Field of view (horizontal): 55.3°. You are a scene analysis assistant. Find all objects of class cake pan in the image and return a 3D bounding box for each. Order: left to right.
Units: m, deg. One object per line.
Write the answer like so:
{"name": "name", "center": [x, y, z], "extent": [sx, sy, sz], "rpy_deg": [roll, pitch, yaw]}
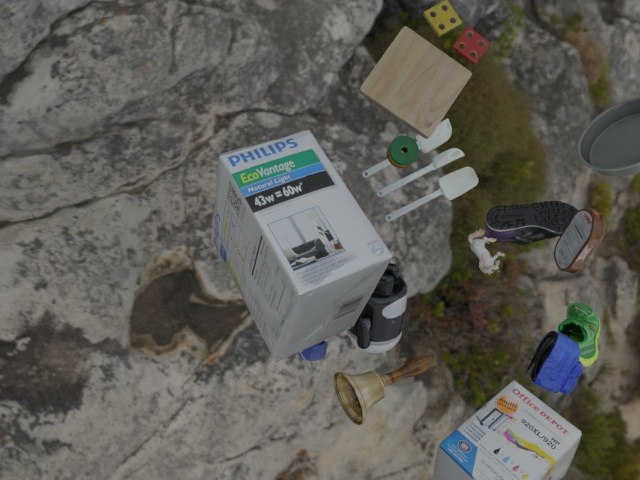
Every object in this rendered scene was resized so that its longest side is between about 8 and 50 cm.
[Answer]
{"name": "cake pan", "center": [0.891, -0.294, 1.750], "extent": [0.054, 0.293, 0.293], "rpy_deg": [45, 64, -30]}

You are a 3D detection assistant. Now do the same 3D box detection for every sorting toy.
{"name": "sorting toy", "center": [0.152, -0.252, 0.969], "extent": [0.132, 0.046, 0.275], "rpy_deg": [34, 79, -1]}

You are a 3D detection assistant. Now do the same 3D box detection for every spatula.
{"name": "spatula", "center": [0.223, -0.148, 1.408], "extent": [0.168, 0.242, 0.019], "rpy_deg": [63, 26, 2]}

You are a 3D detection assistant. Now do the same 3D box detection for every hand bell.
{"name": "hand bell", "center": [0.165, 0.316, 1.406], "extent": [0.242, 0.126, 0.126], "rpy_deg": [-19, 108, -22]}

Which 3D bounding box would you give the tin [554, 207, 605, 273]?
{"name": "tin", "center": [0.663, 0.002, 1.569], "extent": [0.040, 0.106, 0.190], "rpy_deg": [6, 131, -14]}

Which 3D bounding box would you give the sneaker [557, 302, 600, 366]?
{"name": "sneaker", "center": [0.867, 0.293, 2.047], "extent": [0.123, 0.109, 0.295], "rpy_deg": [51, 33, -15]}

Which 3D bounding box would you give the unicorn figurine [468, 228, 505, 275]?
{"name": "unicorn figurine", "center": [0.467, 0.042, 1.713], "extent": [0.111, 0.162, 0.060], "rpy_deg": [-13, 139, -35]}

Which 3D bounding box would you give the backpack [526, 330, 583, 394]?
{"name": "backpack", "center": [0.516, 0.263, 1.329], "extent": [0.098, 0.101, 0.120], "rpy_deg": [-33, 146, -86]}

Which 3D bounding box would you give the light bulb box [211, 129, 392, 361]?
{"name": "light bulb box", "center": [-0.065, 0.017, 1.372], "extent": [0.225, 0.358, 0.361], "rpy_deg": [-20, 65, -24]}

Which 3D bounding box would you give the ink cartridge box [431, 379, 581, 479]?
{"name": "ink cartridge box", "center": [0.372, 0.440, 1.231], "extent": [0.232, 0.171, 0.168], "rpy_deg": [-30, 139, -26]}

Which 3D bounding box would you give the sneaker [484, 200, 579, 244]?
{"name": "sneaker", "center": [0.631, -0.043, 1.808], "extent": [0.124, 0.283, 0.107], "rpy_deg": [73, 23, -58]}

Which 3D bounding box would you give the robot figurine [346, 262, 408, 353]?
{"name": "robot figurine", "center": [0.157, 0.192, 1.756], "extent": [0.209, 0.173, 0.278], "rpy_deg": [-17, 126, -27]}

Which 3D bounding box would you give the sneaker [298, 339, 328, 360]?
{"name": "sneaker", "center": [-0.018, 0.258, 1.867], "extent": [0.127, 0.182, 0.316], "rpy_deg": [-12, 119, -20]}
